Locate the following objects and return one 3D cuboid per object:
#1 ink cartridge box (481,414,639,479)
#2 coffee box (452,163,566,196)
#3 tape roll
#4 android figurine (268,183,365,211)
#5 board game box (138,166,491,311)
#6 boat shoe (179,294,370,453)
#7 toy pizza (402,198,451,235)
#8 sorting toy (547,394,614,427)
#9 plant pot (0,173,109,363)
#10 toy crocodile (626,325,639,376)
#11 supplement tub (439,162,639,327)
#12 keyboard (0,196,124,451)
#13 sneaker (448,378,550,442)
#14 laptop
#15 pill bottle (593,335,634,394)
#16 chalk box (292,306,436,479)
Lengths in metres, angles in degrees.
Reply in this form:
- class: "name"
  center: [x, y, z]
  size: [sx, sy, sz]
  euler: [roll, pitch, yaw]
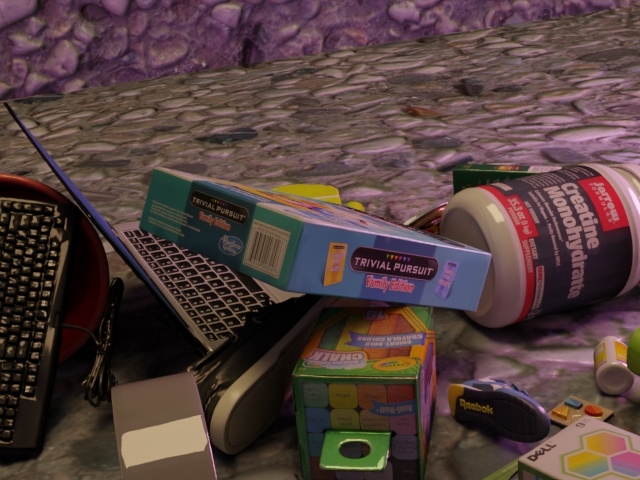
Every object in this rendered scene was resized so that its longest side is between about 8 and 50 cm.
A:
- class: "ink cartridge box"
  center: [0.262, 0.229, 0.975]
  size: [0.109, 0.062, 0.209]
  euler: [-22, 26, -35]
- class: "coffee box"
  center: [0.311, -0.068, 1.670]
  size: [0.184, 0.113, 0.040]
  euler: [2, 23, 22]
- class: "tape roll"
  center: [-0.124, 0.224, 0.859]
  size: [0.072, 0.219, 0.219]
  euler: [-9, 21, -11]
- class: "android figurine"
  center: [-0.044, -0.031, 1.731]
  size: [0.248, 0.056, 0.273]
  euler: [-8, 23, -4]
- class: "board game box"
  center: [0.000, 0.000, 1.194]
  size: [0.254, 0.079, 0.336]
  euler: [21, 8, 42]
- class: "boat shoe"
  center: [-0.056, 0.126, 1.231]
  size: [0.113, 0.127, 0.340]
  euler: [20, 40, 26]
- class: "toy pizza"
  center: [0.126, 0.015, 1.456]
  size: [0.201, 0.201, 0.032]
  euler: [-25, 70, -41]
- class: "sorting toy"
  center: [0.297, 0.195, 1.125]
  size: [0.062, 0.012, 0.083]
  euler: [-22, 26, -37]
- class: "plant pot"
  center: [-0.432, 0.028, 1.418]
  size: [0.275, 0.275, 0.243]
  euler: [-9, 11, -9]
- class: "toy crocodile"
  center: [0.506, 0.114, 1.158]
  size: [0.340, 0.105, 0.115]
  euler: [-9, 21, -11]
- class: "supplement tub"
  center: [0.317, 0.001, 1.377]
  size: [0.272, 0.191, 0.191]
  euler: [-13, 22, -18]
- class: "keyboard"
  center: [-0.330, 0.096, 1.220]
  size: [0.201, 0.033, 0.317]
  euler: [8, 63, -12]
- class: "sneaker"
  center: [0.204, 0.181, 1.115]
  size: [0.059, 0.053, 0.144]
  euler: [-6, 11, -32]
- class: "laptop"
  center: [-0.180, -0.036, 1.400]
  size: [0.408, 0.236, 0.382]
  euler: [-10, 32, -28]
- class: "pill bottle"
  center: [0.345, 0.145, 1.200]
  size: [0.043, 0.043, 0.083]
  euler: [0, 22, 13]
- class: "chalk box"
  center: [0.048, 0.171, 1.077]
  size: [0.132, 0.132, 0.213]
  euler: [0, 21, 11]
